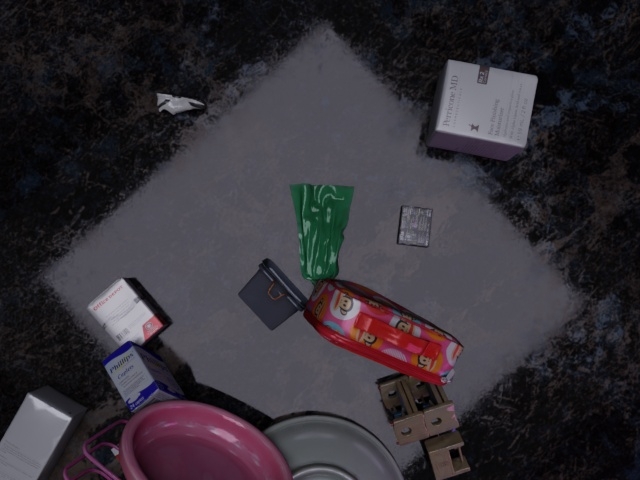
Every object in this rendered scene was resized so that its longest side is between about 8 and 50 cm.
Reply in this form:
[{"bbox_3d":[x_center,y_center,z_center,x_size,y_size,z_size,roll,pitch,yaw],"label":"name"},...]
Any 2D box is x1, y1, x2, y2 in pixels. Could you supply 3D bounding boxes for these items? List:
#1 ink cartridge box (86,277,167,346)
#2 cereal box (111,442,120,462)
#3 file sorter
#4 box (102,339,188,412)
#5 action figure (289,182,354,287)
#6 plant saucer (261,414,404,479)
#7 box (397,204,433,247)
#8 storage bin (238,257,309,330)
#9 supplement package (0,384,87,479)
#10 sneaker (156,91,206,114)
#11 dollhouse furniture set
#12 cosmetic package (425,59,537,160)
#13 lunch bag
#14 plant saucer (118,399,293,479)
[{"bbox_3d":[-0.403,0.158,1.544,0.099,0.056,0.135,-41,88,-2],"label":"ink cartridge box"},{"bbox_3d":[-0.295,0.477,1.532,0.173,0.047,0.240,-37,88,1],"label":"cereal box"},{"bbox_3d":[-0.422,0.520,1.421,0.182,0.202,0.290,36,100,8],"label":"file sorter"},{"bbox_3d":[-0.349,0.285,1.481,0.072,0.126,0.137,-41,59,-2],"label":"box"},{"bbox_3d":[0.000,0.000,1.549,0.137,0.063,0.232,2,83,-2],"label":"action figure"},{"bbox_3d":[-0.008,0.553,1.469,0.401,0.100,0.400,1,79,-7],"label":"plant saucer"},{"bbox_3d":[0.201,-0.030,1.572,0.067,0.018,0.083,6,87,0],"label":"box"},{"bbox_3d":[-0.102,0.119,1.534,0.091,0.098,0.135,-44,88,8],"label":"storage bin"},{"bbox_3d":[-0.577,0.405,1.508,0.105,0.105,0.179,30,88,2],"label":"supplement package"},{"bbox_3d":[-0.298,-0.289,1.581,0.109,0.040,0.043,9,103,4],"label":"sneaker"},{"bbox_3d":[0.211,0.384,1.519,0.129,0.129,0.183,-18,117,0],"label":"dollhouse furniture set"},{"bbox_3d":[0.326,-0.264,1.518,0.184,0.151,0.151,10,86,1],"label":"cosmetic package"},{"bbox_3d":[0.125,0.174,1.424,0.293,0.258,0.120,25,89,-13],"label":"lunch bag"},{"bbox_3d":[-0.213,0.427,1.347,0.332,0.332,0.084,28,108,1],"label":"plant saucer"}]
